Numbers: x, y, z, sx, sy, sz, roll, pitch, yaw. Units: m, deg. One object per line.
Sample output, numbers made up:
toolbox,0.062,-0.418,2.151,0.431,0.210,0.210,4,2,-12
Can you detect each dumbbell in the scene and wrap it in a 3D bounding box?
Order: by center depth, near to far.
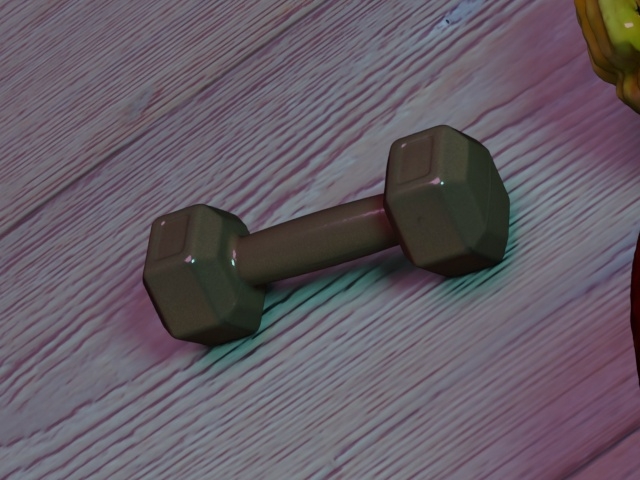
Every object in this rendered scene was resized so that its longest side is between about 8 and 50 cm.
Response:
dumbbell,0.000,0.000,1.199,0.231,0.082,0.092,-17,43,26

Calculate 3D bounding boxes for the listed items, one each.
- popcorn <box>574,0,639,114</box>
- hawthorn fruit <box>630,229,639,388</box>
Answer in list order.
popcorn,0.262,-0.152,1.067,0.250,0.190,0.250,-23,29,14
hawthorn fruit,0.244,0.030,0.805,0.265,0.307,0.265,-23,47,27
